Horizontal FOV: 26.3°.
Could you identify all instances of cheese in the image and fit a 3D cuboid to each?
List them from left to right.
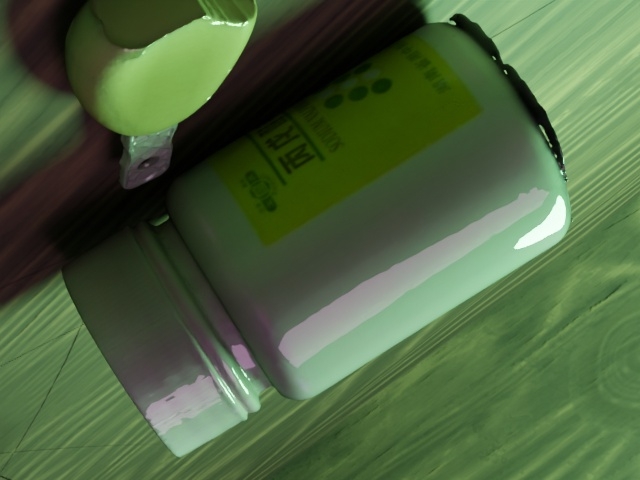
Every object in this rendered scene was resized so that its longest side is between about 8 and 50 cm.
[{"bbox_3d":[-0.109,-0.099,0.914,0.127,0.050,0.255,-29,166,-19],"label":"cheese"}]

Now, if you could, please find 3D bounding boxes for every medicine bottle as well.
[{"bbox_3d":[0.000,0.000,1.114,0.378,0.213,0.213,-32,164,-4],"label":"medicine bottle"}]
